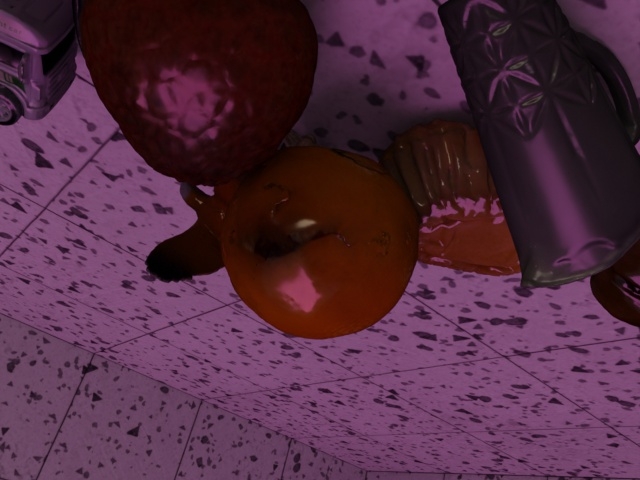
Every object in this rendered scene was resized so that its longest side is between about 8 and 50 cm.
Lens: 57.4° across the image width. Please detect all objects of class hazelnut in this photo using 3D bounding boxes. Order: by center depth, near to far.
[{"bbox_3d":[0.491,0.028,0.796,0.181,0.181,0.212,30,142,14],"label":"hazelnut"}]

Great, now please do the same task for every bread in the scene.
[{"bbox_3d":[0.201,-0.048,0.833,0.274,0.149,0.274,7,143,6],"label":"bread"}]

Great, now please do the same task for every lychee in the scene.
[{"bbox_3d":[-0.127,-0.211,0.639,0.255,0.299,0.255,19,-175,-2],"label":"lychee"}]

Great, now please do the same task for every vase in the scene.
[{"bbox_3d":[0.239,-0.135,0.616,0.300,0.251,0.156,59,159,-17],"label":"vase"}]

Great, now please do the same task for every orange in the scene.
[{"bbox_3d":[0.000,0.000,0.726,0.246,0.246,0.246,11,149,7],"label":"orange"}]

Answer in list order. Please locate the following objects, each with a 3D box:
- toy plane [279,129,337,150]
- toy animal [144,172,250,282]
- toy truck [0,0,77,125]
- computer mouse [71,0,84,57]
[{"bbox_3d":[-0.034,-0.092,0.908,0.229,0.092,0.244,28,156,4],"label":"toy plane"},{"bbox_3d":[-0.107,-0.001,0.985,0.284,0.225,0.302,37,-174,-23],"label":"toy animal"},{"bbox_3d":[-0.487,-0.298,0.717,0.364,0.176,0.178,27,136,-17],"label":"toy truck"},{"bbox_3d":[-0.268,-0.265,0.722,0.062,0.105,0.192,-3,143,6],"label":"computer mouse"}]
